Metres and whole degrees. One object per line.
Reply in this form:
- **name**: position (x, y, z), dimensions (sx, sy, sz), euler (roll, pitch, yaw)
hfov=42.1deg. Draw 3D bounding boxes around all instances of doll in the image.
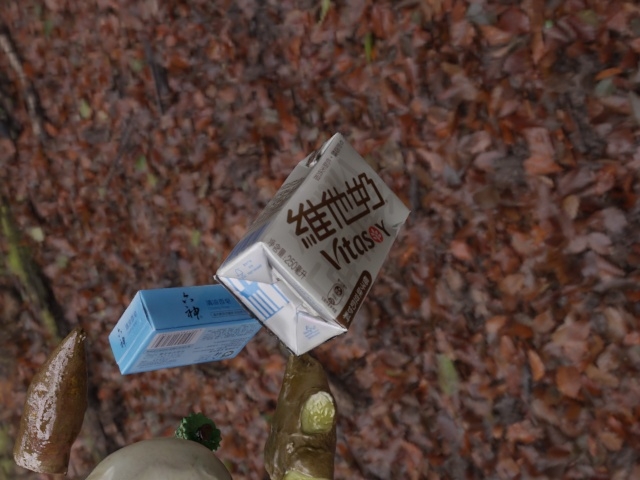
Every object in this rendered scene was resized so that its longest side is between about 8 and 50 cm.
- **doll**: position (-0.236, 0.341, 1.428), dimensions (0.113, 0.078, 0.077), euler (-23, 116, 26)

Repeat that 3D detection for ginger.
- **ginger**: position (-0.030, 0.332, 1.540), dimensions (0.219, 0.123, 0.270), euler (130, 153, -56)

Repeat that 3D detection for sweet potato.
- **sweet potato**: position (-0.519, 0.316, 1.637), dimensions (0.131, 0.131, 0.337), euler (43, 124, 36)

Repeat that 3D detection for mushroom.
- **mushroom**: position (-0.231, 0.396, 1.151), dimensions (0.202, 0.246, 0.246), euler (-16, 92, 65)

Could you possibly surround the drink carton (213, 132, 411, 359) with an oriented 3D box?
- **drink carton**: position (0.000, 0.000, 1.334), dimensions (0.194, 0.324, 0.132), euler (47, 133, -14)

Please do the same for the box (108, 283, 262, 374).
- **box**: position (-0.221, 0.146, 1.409), dimensions (0.142, 0.232, 0.083), euler (-50, 57, 38)
